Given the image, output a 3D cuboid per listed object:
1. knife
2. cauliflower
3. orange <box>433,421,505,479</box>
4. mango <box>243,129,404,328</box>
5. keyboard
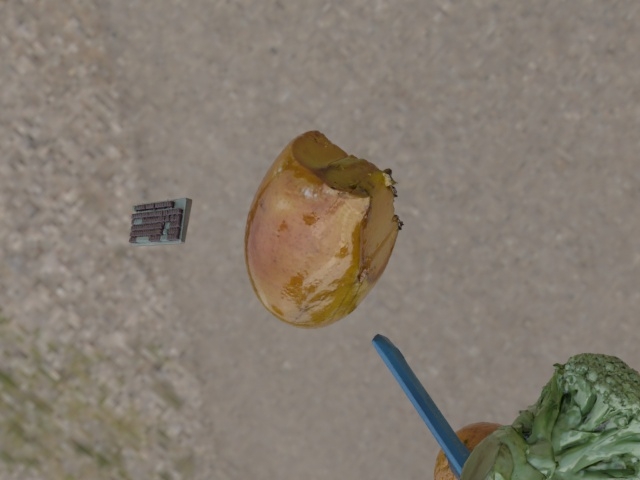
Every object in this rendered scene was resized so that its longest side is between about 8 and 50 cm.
[{"bbox_3d":[0.151,0.236,1.864,0.026,0.044,0.296,-48,67,33],"label":"knife"},{"bbox_3d":[0.240,0.266,1.617,0.250,0.275,0.272,12,156,-35],"label":"cauliflower"},{"bbox_3d":[0.210,0.296,1.939,0.136,0.135,0.117,22,151,32],"label":"orange"},{"bbox_3d":[0.000,0.000,1.464,0.126,0.154,0.252,38,150,21],"label":"mango"},{"bbox_3d":[-0.186,-0.022,1.727,0.017,0.055,0.166,13,173,-25],"label":"keyboard"}]
